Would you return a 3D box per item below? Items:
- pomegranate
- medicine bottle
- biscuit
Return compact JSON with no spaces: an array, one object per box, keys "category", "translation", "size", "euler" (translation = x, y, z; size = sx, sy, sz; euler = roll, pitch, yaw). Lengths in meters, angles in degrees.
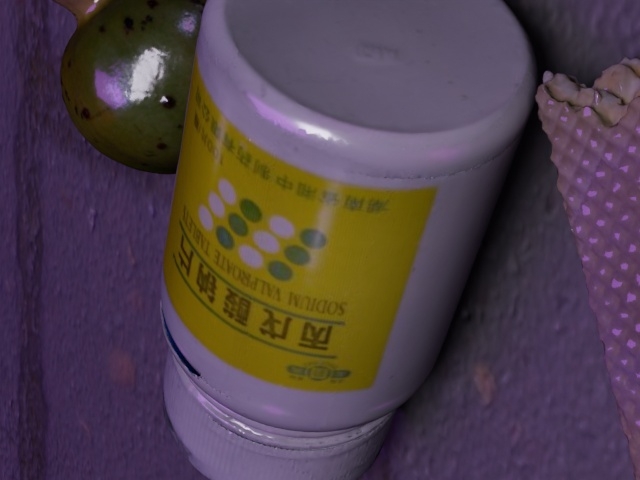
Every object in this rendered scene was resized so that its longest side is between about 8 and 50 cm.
[{"category":"pomegranate","translation":[-0.083,-0.100,0.783],"size":[0.130,0.130,0.130],"euler":[20,116,50]},{"category":"medicine bottle","translation":[0.000,0.000,0.672],"size":[0.143,0.143,0.258],"euler":[53,148,31]},{"category":"biscuit","translation":[0.160,0.032,0.548],"size":[0.108,0.061,0.239],"euler":[-16,88,53]}]
